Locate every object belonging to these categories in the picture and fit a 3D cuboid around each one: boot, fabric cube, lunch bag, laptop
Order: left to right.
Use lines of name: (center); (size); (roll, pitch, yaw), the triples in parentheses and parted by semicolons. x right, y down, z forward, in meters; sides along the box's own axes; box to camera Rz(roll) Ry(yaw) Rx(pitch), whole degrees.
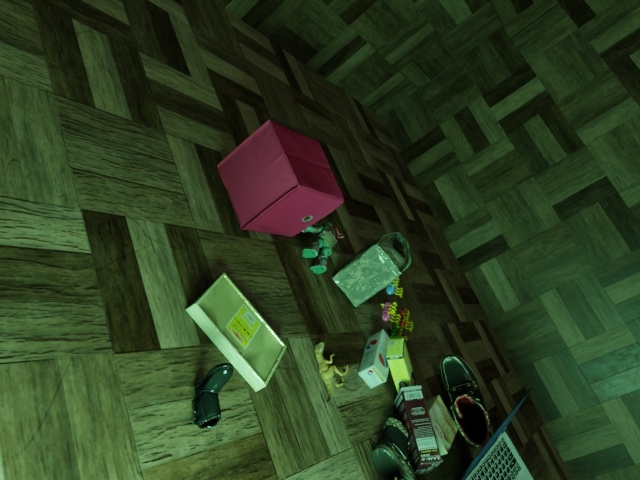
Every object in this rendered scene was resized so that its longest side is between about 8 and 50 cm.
boot: (-0.219, 0.322, 1.031); (0.045, 0.121, 0.099); (31, 29, -38)
fabric cube: (-0.125, -0.186, 1.616); (0.258, 0.254, 0.259); (10, 52, -57)
lunch bag: (0.210, 0.093, 1.896); (0.169, 0.235, 0.287); (51, 26, 0)
boot: (0.248, 0.662, 1.486); (0.236, 0.085, 0.178); (56, 23, -4)
boot: (0.566, 0.621, 1.952); (0.284, 0.138, 0.377); (42, 31, -66)
laptop: (0.635, 0.785, 1.678); (0.382, 0.236, 0.407); (-27, 85, -38)

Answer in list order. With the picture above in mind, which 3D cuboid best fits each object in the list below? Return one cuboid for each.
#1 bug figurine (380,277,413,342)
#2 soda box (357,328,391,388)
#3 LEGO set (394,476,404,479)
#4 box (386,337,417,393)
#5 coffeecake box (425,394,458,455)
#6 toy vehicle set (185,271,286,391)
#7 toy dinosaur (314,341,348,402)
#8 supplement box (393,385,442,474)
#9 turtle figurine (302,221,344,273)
bug figurine: (0.292, 0.278, 1.956); (0.216, 0.072, 0.279); (-65, 143, -49)
soda box: (0.192, 0.399, 1.706); (0.074, 0.069, 0.216); (52, 27, -10)
LEGO set: (0.277, 0.743, 1.221); (0.255, 0.192, 0.331); (48, 26, -24)
box: (0.280, 0.447, 1.711); (0.087, 0.058, 0.232); (-72, 148, -54)
coffeecake box: (0.409, 0.659, 1.783); (0.142, 0.068, 0.185); (62, 26, 7)
toy vehicle set: (-0.203, 0.224, 1.260); (0.266, 0.035, 0.166); (52, 26, -9)
toy dinosaur: (0.027, 0.397, 1.452); (0.112, 0.064, 0.211); (15, 35, -29)
supplement box: (0.305, 0.601, 1.591); (0.073, 0.130, 0.239); (-3, 52, -9)
turtle figurine: (0.000, 0.000, 1.791); (0.175, 0.118, 0.234); (45, 34, -22)
